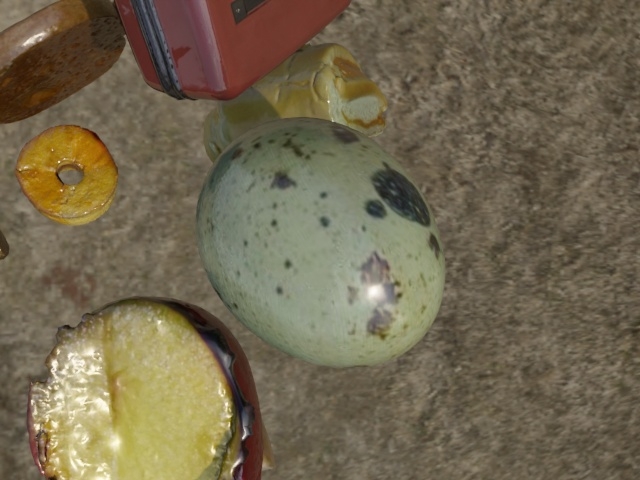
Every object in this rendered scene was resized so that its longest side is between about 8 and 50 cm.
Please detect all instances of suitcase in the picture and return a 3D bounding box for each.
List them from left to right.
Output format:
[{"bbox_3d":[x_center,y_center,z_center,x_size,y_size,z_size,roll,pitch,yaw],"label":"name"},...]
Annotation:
[{"bbox_3d":[-0.105,-0.324,1.215,0.161,0.297,0.236,15,136,34],"label":"suitcase"}]

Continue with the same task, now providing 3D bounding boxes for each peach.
[{"bbox_3d":[-0.258,0.280,1.525,0.353,0.339,0.417,-98,7,-55],"label":"peach"}]

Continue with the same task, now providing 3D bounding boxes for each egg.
[{"bbox_3d":[0.000,0.000,1.256,0.379,0.287,0.288,33,107,44],"label":"egg"}]

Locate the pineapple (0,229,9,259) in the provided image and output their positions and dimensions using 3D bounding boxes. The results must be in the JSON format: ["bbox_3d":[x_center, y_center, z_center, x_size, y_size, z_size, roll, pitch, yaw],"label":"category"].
[{"bbox_3d":[-0.698,0.023,1.956,0.159,0.074,0.074,-15,78,0],"label":"pineapple"}]

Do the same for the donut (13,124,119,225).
[{"bbox_3d":[-0.450,-0.110,1.794,0.190,0.174,0.075,38,155,13],"label":"donut"}]

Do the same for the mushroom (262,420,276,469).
[{"bbox_3d":[-0.213,0.323,1.933,0.397,0.224,0.314,146,116,-70],"label":"mushroom"}]

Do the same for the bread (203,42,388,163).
[{"bbox_3d":[-0.066,-0.251,1.901,0.341,0.300,0.210,-14,90,29],"label":"bread"}]

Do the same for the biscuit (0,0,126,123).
[{"bbox_3d":[-0.421,-0.299,1.589,0.314,0.367,0.063,-35,90,-9],"label":"biscuit"}]
